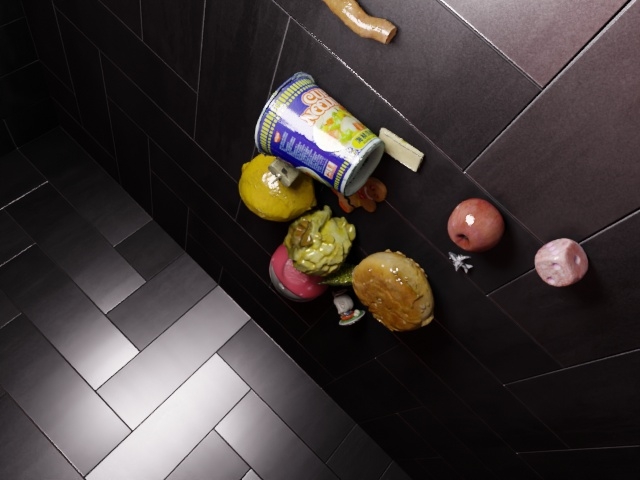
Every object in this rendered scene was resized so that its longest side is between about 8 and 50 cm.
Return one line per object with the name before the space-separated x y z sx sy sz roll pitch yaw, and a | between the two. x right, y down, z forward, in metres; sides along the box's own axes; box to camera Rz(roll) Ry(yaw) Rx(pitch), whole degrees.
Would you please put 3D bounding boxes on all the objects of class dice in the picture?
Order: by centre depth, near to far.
dice | 0.615 0.056 1.267 0.094 0.093 0.091 53 151 -8

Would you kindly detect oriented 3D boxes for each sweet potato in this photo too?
sweet potato | 0.063 -0.581 1.241 0.281 0.067 0.059 40 -176 12

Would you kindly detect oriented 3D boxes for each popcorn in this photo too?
popcorn | -0.008 -0.001 1.881 0.237 0.293 0.293 15 160 -22

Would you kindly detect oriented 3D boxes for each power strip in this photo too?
power strip | -0.091 -0.265 1.637 0.092 0.268 0.034 45 143 -13

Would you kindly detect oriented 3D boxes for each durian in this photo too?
durian | 0.094 0.136 2.001 0.137 0.220 0.095 -22 78 50

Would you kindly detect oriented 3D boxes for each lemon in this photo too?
lemon | -0.155 -0.192 1.824 0.310 0.253 0.253 27 149 5

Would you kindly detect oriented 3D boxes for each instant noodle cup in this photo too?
instant noodle cup | 0.010 -0.291 1.464 0.312 0.284 0.284 37 150 14

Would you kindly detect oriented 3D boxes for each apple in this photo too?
apple | 0.427 -0.036 1.375 0.153 0.120 0.153 33 150 23

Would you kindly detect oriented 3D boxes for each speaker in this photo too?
speaker | -0.093 0.139 2.237 0.294 0.294 0.294 33 148 24

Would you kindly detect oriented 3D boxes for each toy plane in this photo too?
toy plane | 0.441 0.066 1.578 0.083 0.031 0.078 38 135 12

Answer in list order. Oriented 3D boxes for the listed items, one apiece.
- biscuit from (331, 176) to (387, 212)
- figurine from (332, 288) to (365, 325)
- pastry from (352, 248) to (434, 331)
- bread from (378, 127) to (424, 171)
biscuit | 0.128 -0.164 1.704 0.250 0.036 0.165 0 128 53
figurine | 0.116 0.287 2.222 0.132 0.132 0.154 -16 101 59
pastry | 0.274 0.169 1.769 0.315 0.184 0.284 45 140 5
bread | 0.232 -0.265 1.447 0.153 0.028 0.068 37 151 17
